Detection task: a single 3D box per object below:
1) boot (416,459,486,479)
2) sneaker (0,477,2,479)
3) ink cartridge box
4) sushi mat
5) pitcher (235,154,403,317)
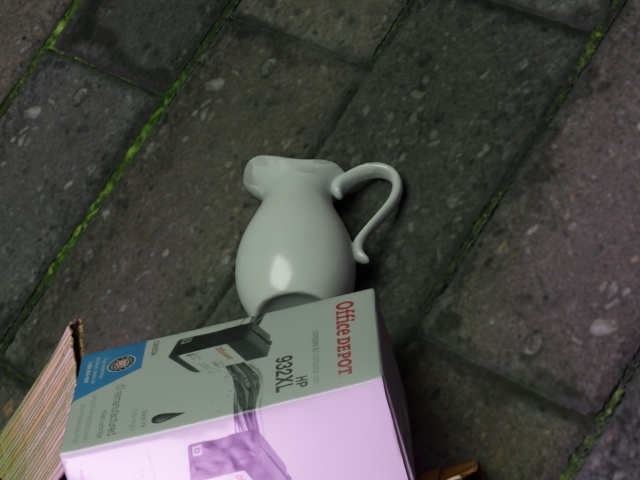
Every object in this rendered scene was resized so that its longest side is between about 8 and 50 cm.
[{"bbox_3d":[0.050,0.254,1.853,0.220,0.109,0.283,-29,25,-2],"label":"boot"},{"bbox_3d":[-0.417,0.345,2.033,0.228,0.132,0.086,-71,22,10],"label":"sneaker"},{"bbox_3d":[-0.076,0.173,1.852,0.307,0.129,0.223,-13,20,4],"label":"ink cartridge box"},{"bbox_3d":[-0.311,0.229,2.048,0.316,0.019,0.151,-52,37,43],"label":"sushi mat"},{"bbox_3d":[0.000,0.000,2.042,0.178,0.125,0.207,-9,45,11],"label":"pitcher"}]
